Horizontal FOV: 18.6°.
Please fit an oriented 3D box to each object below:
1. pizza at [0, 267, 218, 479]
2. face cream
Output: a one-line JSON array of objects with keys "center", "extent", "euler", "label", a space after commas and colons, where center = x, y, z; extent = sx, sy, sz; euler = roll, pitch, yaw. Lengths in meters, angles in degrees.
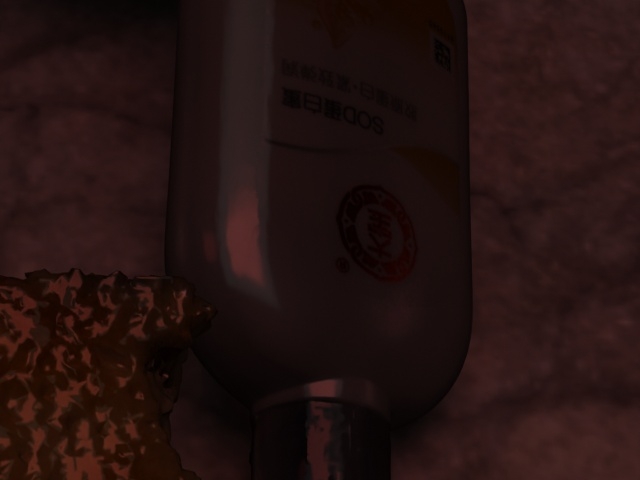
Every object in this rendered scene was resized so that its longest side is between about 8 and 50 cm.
[{"center": [-0.107, 0.124, 0.642], "extent": [0.223, 0.089, 0.323], "euler": [-23, 78, -28], "label": "pizza"}, {"center": [0.000, 0.000, 0.770], "extent": [0.144, 0.071, 0.291], "euler": [22, 57, -32], "label": "face cream"}]
